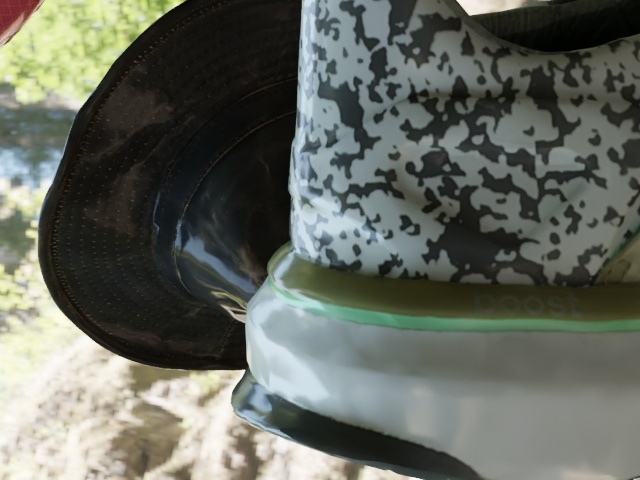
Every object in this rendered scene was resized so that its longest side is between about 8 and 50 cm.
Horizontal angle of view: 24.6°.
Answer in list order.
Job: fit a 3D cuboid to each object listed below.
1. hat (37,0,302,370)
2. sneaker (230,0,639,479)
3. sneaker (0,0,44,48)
[{"bbox_3d":[0.000,0.000,0.900,0.331,0.134,0.331,-20,-42,-19],"label":"hat"},{"bbox_3d":[0.167,-0.044,0.464,0.410,0.158,0.182,-9,-74,-20],"label":"sneaker"},{"bbox_3d":[-0.282,-0.092,0.892,0.116,0.314,0.136,48,-164,-42],"label":"sneaker"}]
